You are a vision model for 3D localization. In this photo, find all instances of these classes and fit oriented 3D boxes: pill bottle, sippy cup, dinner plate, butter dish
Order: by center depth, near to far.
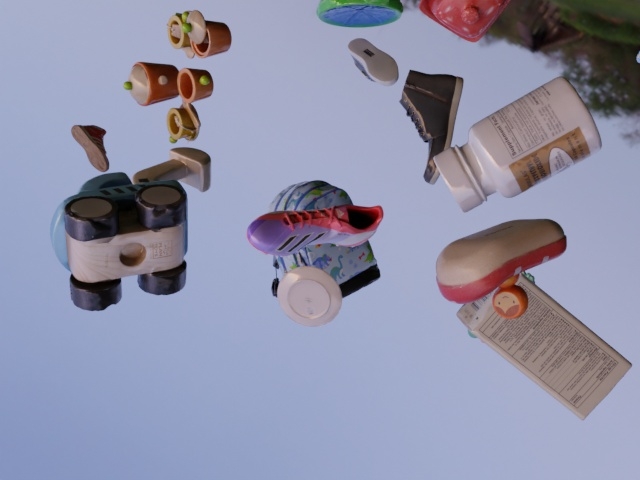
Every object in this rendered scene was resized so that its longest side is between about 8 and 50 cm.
[{"bbox_3d":[0.298,-0.140,1.232,0.131,0.229,0.131,56,-167,-20],"label":"pill bottle"},{"bbox_3d":[0.303,-0.481,1.638,0.160,0.160,0.118,27,-143,-15],"label":"butter dish"},{"bbox_3d":[-0.024,0.121,1.689,0.141,0.141,0.017,32,-154,-1],"label":"dinner plate"},{"bbox_3d":[0.107,-0.723,2.195,0.305,0.224,0.240,0,180,34],"label":"sippy cup"}]

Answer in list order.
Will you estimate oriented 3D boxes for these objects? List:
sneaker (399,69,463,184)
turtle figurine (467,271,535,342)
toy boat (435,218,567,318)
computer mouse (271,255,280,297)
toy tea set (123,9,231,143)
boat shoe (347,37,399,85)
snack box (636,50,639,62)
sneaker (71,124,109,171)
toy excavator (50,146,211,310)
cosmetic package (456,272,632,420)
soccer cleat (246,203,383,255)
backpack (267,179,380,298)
[{"bbox_3d":[0.207,-0.228,1.611,0.118,0.222,0.083,12,180,4],"label":"sneaker"},{"bbox_3d":[0.398,0.155,1.881,0.175,0.118,0.234,25,-130,30],"label":"turtle figurine"},{"bbox_3d":[0.304,0.059,1.334,0.231,0.151,0.151,-19,-171,-27],"label":"toy boat"},{"bbox_3d":[-0.126,0.086,2.530,0.041,0.071,0.242,13,-134,-12],"label":"computer mouse"},{"bbox_3d":[-0.309,-0.356,1.660,0.124,0.336,0.200,-15,-118,-37],"label":"toy tea set"},{"bbox_3d":[0.148,-0.464,2.143,0.219,0.078,0.070,57,172,42],"label":"boat shoe"},{"bbox_3d":[1.053,-0.508,2.171,0.322,0.187,0.060,33,-169,22],"label":"snack box"},{"bbox_3d":[-0.472,-0.200,1.706,0.118,0.042,0.067,55,-153,4],"label":"sneaker"},{"bbox_3d":[-0.405,-0.082,1.820,0.433,0.222,0.445,-11,-146,-25],"label":"toy excavator"},{"bbox_3d":[0.432,0.192,1.565,0.296,0.153,0.129,40,-175,-10],"label":"cosmetic package"},{"bbox_3d":[-0.007,-0.027,1.342,0.248,0.095,0.083,-2,-119,-35],"label":"soccer cleat"},{"bbox_3d":[0.000,0.000,2.284,0.290,0.273,0.355,-25,-91,-22],"label":"backpack"}]
